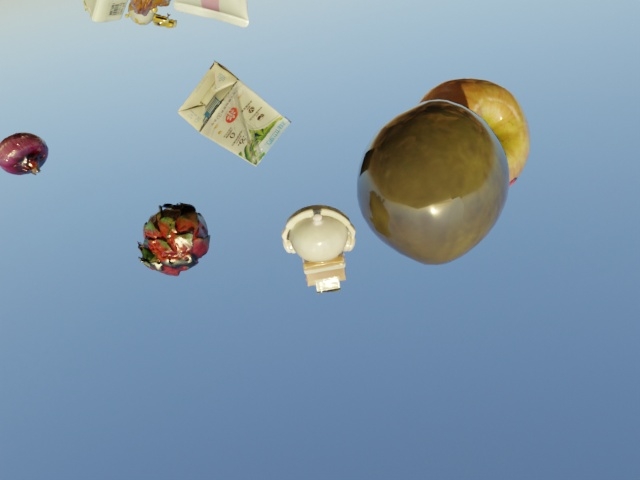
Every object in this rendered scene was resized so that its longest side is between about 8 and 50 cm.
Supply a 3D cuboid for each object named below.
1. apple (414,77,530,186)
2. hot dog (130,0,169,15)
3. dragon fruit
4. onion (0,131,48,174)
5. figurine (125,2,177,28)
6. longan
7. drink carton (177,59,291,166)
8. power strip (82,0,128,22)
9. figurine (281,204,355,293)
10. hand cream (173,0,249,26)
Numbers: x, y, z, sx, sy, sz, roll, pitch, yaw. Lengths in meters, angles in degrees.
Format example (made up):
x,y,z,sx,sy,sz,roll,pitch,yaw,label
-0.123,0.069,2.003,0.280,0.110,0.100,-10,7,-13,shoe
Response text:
x,y,z,sx,sy,sz,roll,pitch,yaw,label
0.430,-0.302,1.696,0.392,0.391,0.346,-27,-169,-22,apple
-0.430,-0.690,1.493,0.196,0.122,0.272,-30,-146,-7,hot dog
-0.365,-0.005,1.399,0.182,0.182,0.188,22,-91,41,dragon fruit
-0.693,-0.197,1.299,0.115,0.115,0.104,-34,-97,-31,onion
-0.502,-0.663,1.645,0.102,0.068,0.143,13,-175,26,figurine
0.252,-0.123,1.264,0.336,0.404,0.404,-3,-147,15,longan
-0.259,-0.381,1.715,0.132,0.325,0.194,44,-81,26,drink carton
-0.338,-0.467,0.904,0.058,0.098,0.338,-21,-176,-30,power strip
0.000,0.002,1.243,0.163,0.236,0.141,-9,-131,4,figurine
-0.232,-0.667,1.235,0.186,0.358,0.118,11,-139,-4,hand cream
